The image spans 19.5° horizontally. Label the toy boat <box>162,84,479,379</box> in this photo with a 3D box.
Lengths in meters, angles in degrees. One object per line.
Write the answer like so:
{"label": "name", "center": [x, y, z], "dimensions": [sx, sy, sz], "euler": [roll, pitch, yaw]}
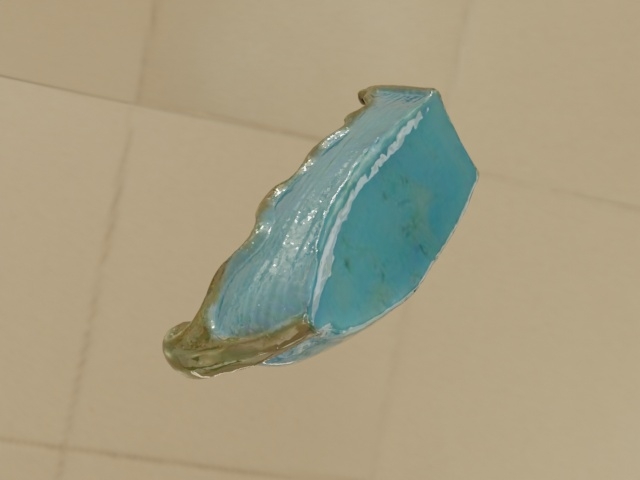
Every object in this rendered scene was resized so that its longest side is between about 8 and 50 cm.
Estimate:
{"label": "toy boat", "center": [0.000, 0.000, 0.862], "dimensions": [0.075, 0.077, 0.185], "euler": [59, 46, -25]}
